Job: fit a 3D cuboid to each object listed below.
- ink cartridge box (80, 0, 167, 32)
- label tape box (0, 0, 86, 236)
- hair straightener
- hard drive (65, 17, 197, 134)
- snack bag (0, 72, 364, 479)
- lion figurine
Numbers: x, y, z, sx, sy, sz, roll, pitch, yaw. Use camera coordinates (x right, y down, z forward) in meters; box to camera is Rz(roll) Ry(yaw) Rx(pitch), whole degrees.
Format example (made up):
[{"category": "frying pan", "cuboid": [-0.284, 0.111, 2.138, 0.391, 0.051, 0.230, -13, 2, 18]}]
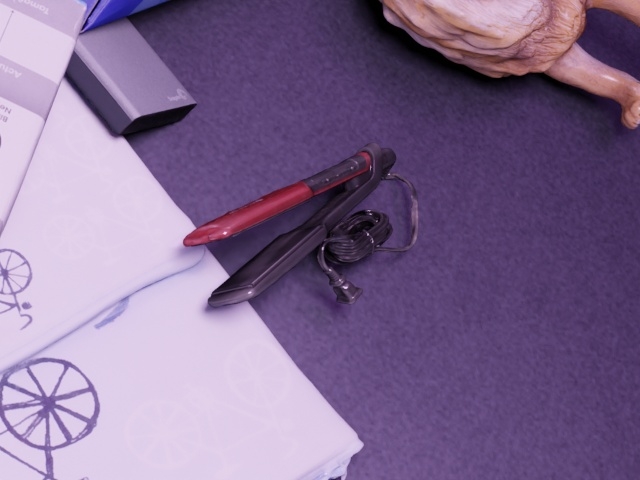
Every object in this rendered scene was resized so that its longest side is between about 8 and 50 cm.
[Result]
[{"category": "ink cartridge box", "cuboid": [-0.121, -0.307, 1.222, 0.270, 0.151, 0.395, 51, 39, 8]}, {"category": "label tape box", "cuboid": [-0.294, -0.027, 0.970, 0.249, 0.115, 0.347, 24, 50, -12]}, {"category": "hair straightener", "cuboid": [0.000, 0.000, 1.198, 0.230, 0.047, 0.089, -31, 104, -55]}, {"category": "hard drive", "cuboid": [-0.146, -0.129, 1.195, 0.135, 0.022, 0.094, 51, 22, 6]}, {"category": "snack bag", "cuboid": [-0.176, 0.066, 1.073, 0.323, 0.037, 0.342, -31, 80, -40]}, {"category": "lion figurine", "cuboid": [0.183, -0.235, 1.424, 0.240, 0.142, 0.392, 30, 36, -1]}]
